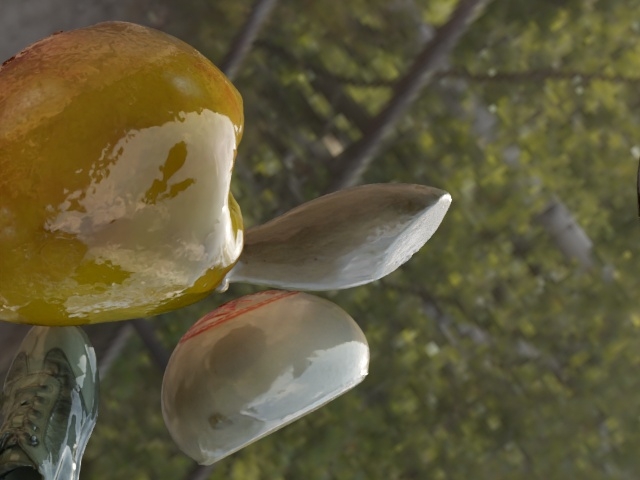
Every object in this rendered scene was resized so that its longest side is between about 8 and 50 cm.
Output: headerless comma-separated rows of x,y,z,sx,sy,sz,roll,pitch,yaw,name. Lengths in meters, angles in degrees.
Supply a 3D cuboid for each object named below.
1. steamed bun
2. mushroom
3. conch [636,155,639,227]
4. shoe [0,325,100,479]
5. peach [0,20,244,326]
-0.068,0.130,1.718,0.232,0.145,0.232,-28,174,-3,steamed bun
0.000,0.000,2.092,0.350,0.128,0.128,-10,174,0,mushroom
0.350,-0.034,1.149,0.368,0.249,0.197,-65,-163,9,conch
-0.278,0.202,1.559,0.103,0.274,0.098,-6,159,18,shoe
-0.223,-0.057,1.513,0.308,0.289,0.289,-1,169,-7,peach
